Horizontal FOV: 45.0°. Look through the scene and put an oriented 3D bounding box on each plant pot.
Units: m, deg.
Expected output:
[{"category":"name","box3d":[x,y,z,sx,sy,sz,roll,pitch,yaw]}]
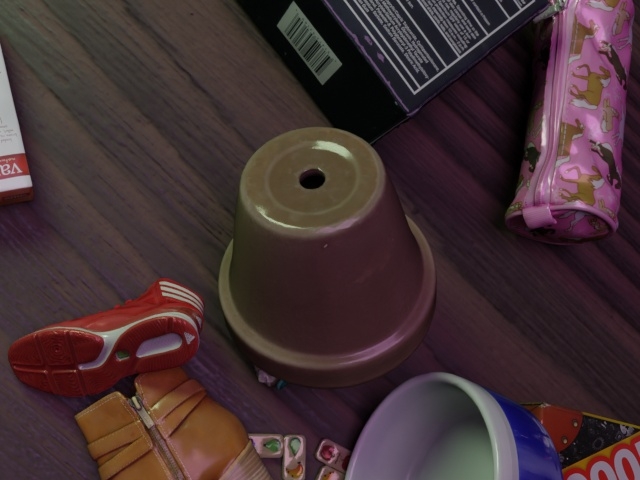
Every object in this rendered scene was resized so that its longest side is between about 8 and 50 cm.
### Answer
[{"category":"plant pot","box3d":[0.000,0.000,0.864,0.263,0.229,0.263,-3,53,5]}]

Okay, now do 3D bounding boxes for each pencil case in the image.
[{"category":"pencil case","box3d":[0.368,-0.182,1.131,0.167,0.160,0.386,12,75,-9]}]

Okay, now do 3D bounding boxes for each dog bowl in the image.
[{"category":"dog bowl","box3d":[0.141,0.290,0.878,0.104,0.265,0.264,25,70,-26]}]

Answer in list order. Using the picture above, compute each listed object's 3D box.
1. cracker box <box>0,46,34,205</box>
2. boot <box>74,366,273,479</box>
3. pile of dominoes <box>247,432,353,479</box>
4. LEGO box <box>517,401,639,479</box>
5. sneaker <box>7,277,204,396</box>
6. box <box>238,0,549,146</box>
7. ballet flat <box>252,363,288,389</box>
[{"category":"cracker box","box3d":[-0.431,-0.147,0.878,0.156,0.067,0.232,-13,83,-22]},{"category":"boot","box3d":[-0.206,0.281,0.847,0.283,0.109,0.220,-38,87,-16]},{"category":"pile of dominoes","box3d":[-0.033,0.359,0.925,0.196,0.040,0.251,5,77,-19]},{"category":"LEGO box","box3d":[0.415,0.443,0.988,0.500,0.193,0.372,16,73,-16]},{"category":"sneaker","box3d":[-0.236,0.109,0.896,0.221,0.128,0.087,-6,108,6]},{"category":"box","box3d":[0.092,-0.330,1.048,0.294,0.183,0.296,-39,95,-22]},{"category":"ballet flat","box3d":[0.006,0.093,0.981,0.241,0.091,0.077,-34,69,-27]}]
